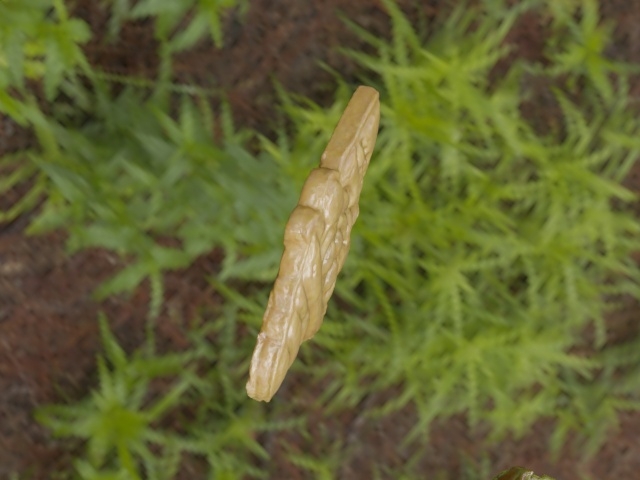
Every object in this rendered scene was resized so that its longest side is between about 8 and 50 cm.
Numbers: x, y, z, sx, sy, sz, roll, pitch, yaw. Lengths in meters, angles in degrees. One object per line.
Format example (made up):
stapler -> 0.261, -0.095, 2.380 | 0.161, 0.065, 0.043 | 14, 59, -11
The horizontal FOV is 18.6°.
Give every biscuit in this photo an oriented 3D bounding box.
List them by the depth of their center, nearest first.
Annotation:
biscuit -> 0.000, 0.000, 1.403 | 0.162, 0.035, 0.250 | 89, 18, -71

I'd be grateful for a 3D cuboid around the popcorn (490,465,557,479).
popcorn -> 0.165, 0.392, 1.670 | 0.321, 0.326, 0.290 | -67, 142, -46
